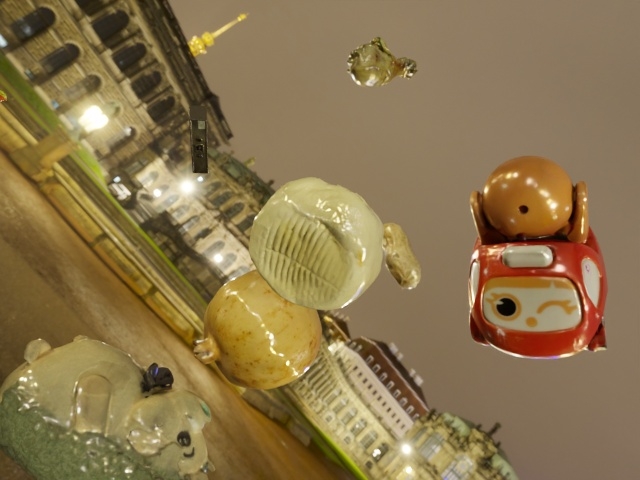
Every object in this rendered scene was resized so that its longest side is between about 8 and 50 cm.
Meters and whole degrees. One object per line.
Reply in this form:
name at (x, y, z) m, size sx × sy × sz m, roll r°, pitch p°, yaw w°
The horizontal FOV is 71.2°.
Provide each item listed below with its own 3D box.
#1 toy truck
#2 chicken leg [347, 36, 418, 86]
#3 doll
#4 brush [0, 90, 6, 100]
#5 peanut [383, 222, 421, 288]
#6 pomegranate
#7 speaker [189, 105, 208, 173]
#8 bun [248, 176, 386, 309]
toy truck at (0.305, 0.024, 0.651) m, size 0.189 × 0.264 × 0.239 m, roll -4°, pitch -36°, yaw 30°
chicken leg at (0.148, -0.419, 1.058) m, size 0.103 × 0.228 × 0.088 m, roll 54°, pitch -39°, yaw 16°
doll at (-0.325, 0.297, 0.708) m, size 0.350 × 0.247 × 0.247 m, roll 39°, pitch -16°, yaw 13°
brush at (-0.397, -0.168, 0.534) m, size 0.018 × 0.021 × 0.083 m, roll 51°, pitch 17°, yaw -27°
peanut at (0.230, 0.038, 1.299) m, size 0.099 × 0.100 × 0.213 m, roll 75°, pitch 5°, yaw -60°
pomegranate at (-0.174, 0.242, 1.183) m, size 0.342 × 0.342 × 0.342 m, roll 45°, pitch -15°, yaw 15°
speaker at (-0.288, -0.234, 1.064) m, size 0.191 × 0.040 × 0.046 m, roll 113°, pitch -28°, yaw -58°
bun at (0.000, 0.000, 0.739) m, size 0.230 × 0.145 × 0.229 m, roll 14°, pitch -54°, yaw 21°
